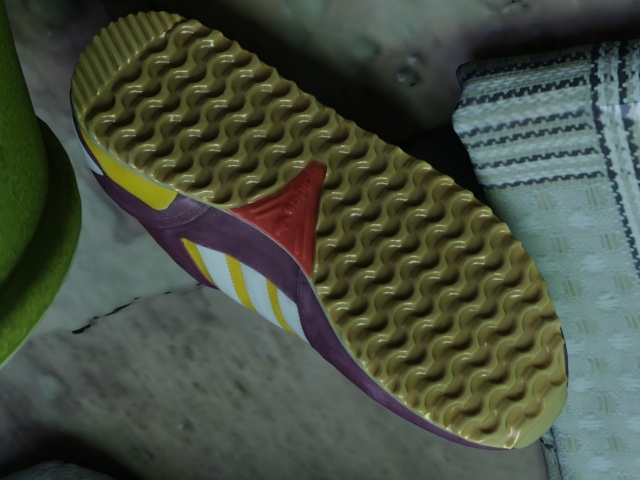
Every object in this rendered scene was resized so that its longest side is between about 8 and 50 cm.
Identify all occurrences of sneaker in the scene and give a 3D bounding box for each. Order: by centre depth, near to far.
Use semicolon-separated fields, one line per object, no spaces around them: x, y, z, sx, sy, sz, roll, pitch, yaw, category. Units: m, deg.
0.000;0.000;0.568;0.185;0.069;0.084;41;167;4;sneaker

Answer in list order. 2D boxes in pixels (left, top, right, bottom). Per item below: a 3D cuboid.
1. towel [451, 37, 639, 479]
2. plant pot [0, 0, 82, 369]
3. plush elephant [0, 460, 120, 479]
0.216;0.071;0.566;0.312;0.056;0.324;-3;127;21;towel
-0.268;-0.135;0.406;0.366;0.366;0.353;1;117;18;plant pot
-0.262;0.210;0.690;0.272;0.255;0.330;31;137;-26;plush elephant
